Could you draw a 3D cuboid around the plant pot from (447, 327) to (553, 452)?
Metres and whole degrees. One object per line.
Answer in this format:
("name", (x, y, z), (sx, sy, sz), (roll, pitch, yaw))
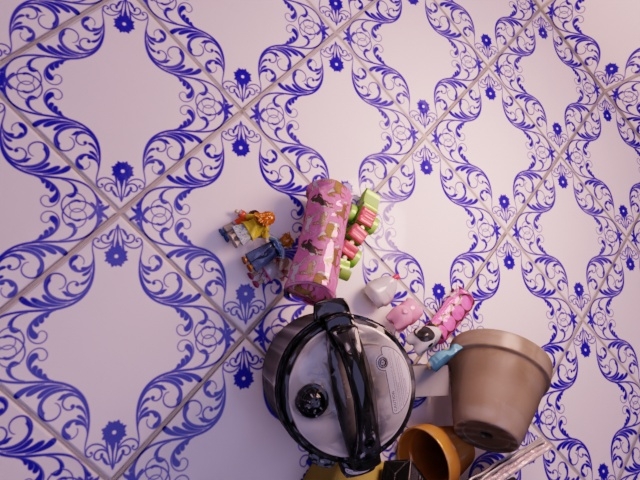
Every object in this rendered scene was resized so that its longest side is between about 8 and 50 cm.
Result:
("plant pot", (0.539, 0.484, 1.484), (0.323, 0.323, 0.281), (38, 50, -12))

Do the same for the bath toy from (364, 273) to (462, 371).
("bath toy", (0.289, 0.247, 1.526), (0.129, 0.151, 0.348), (-41, 71, -2))

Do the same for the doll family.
("doll family", (-0.170, 0.007, 1.424), (0.163, 0.118, 0.263), (-34, 94, -25))

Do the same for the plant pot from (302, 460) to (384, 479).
("plant pot", (0.071, 0.702, 1.356), (0.212, 0.212, 0.187), (28, 59, -16))

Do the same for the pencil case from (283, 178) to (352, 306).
("pencil case", (0.000, 0.000, 1.427), (0.160, 0.167, 0.387), (40, 50, -42))

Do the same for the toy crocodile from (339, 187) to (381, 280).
("toy crocodile", (0.115, -0.023, 1.559), (0.115, 0.105, 0.341), (34, 68, -14))

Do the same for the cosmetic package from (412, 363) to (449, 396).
("cosmetic package", (0.281, 0.447, 1.528), (0.237, 0.127, 0.107), (3, 78, -24))

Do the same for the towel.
("towel", (0.523, 0.741, 1.489), (0.331, 0.317, 0.053), (-16, 56, -24))

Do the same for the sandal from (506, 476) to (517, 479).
("sandal", (0.548, 0.833, 1.483), (0.167, 0.107, 0.446), (-30, 133, -19))

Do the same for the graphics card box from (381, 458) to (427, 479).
("graphics card box", (0.275, 0.807, 1.307), (0.371, 0.094, 0.233), (57, 32, -27))

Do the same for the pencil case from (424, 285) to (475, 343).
("pencil case", (0.444, 0.257, 1.654), (0.209, 0.095, 0.098), (-45, 134, -26))

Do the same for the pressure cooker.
("pressure cooker", (0.044, 0.378, 1.260), (0.369, 0.420, 0.376), (38, 75, -6))

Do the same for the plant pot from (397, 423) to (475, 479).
("plant pot", (0.380, 0.672, 1.499), (0.187, 0.205, 0.205), (0, 79, -38))
